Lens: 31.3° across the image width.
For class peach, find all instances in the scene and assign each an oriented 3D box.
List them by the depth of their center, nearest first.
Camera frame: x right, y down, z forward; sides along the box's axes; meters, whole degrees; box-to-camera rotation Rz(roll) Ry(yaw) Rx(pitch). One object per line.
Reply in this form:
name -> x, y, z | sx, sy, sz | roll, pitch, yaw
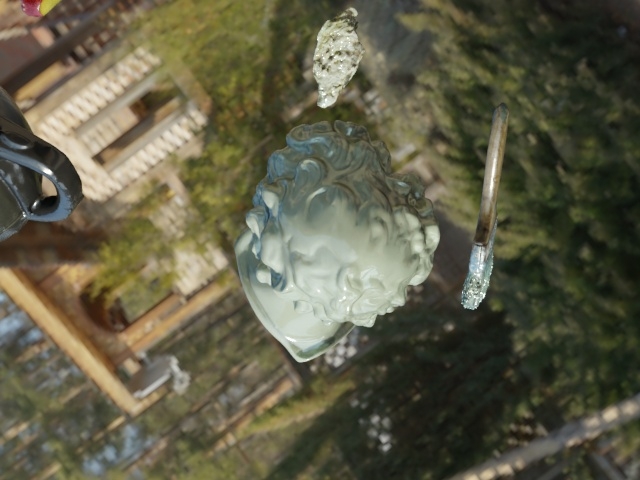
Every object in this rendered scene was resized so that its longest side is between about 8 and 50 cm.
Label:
peach -> -0.441, -0.399, 1.831 | 0.050, 0.083, 0.077 | 87, 171, -52

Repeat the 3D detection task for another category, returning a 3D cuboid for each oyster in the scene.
oyster -> 0.022, -0.221, 1.372 | 0.037, 0.098, 0.100 | 31, 158, 29

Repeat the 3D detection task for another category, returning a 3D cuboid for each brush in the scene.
brush -> 0.146, -0.032, 0.999 | 0.070, 0.021, 0.196 | -60, -24, -54

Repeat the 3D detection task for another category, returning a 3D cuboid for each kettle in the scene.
kettle -> -0.426, -0.100, 1.332 | 0.250, 0.207, 0.271 | 55, 163, 10

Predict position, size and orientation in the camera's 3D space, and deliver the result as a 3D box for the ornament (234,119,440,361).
ornament -> 0.003, 0.015, 0.824 | 0.130, 0.120, 0.285 | 56, 167, 10
